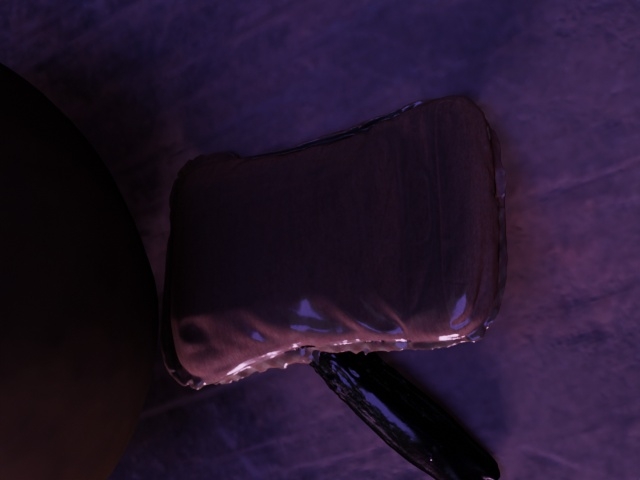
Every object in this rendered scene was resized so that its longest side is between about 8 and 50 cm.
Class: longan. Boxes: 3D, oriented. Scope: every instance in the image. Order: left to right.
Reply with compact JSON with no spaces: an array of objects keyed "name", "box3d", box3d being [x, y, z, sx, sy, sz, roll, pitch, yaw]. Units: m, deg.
[{"name":"longan","box3d":[-0.236,0.044,0.737,0.319,0.319,0.319,6,103,30]}]

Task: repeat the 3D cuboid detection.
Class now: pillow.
[{"name":"pillow","box3d":[0.000,0.003,0.718,0.211,0.034,0.135,-10,68,32]}]

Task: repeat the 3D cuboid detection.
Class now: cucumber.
[{"name":"cucumber","box3d":[0.038,0.088,0.731,0.135,0.034,0.033,42,113,17]}]
